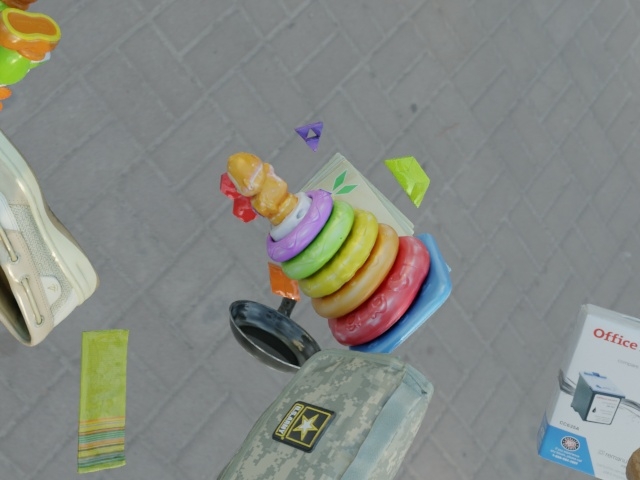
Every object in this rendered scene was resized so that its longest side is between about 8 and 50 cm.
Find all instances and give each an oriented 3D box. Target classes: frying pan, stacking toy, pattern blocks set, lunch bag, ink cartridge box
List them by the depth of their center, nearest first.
[{"bbox_3d":[-0.004,0.255,0.975,0.169,0.287,0.235,38,62,-2],"label":"lunch bag"},{"bbox_3d":[0.000,0.000,1.042,0.302,0.175,0.166,40,108,-20],"label":"stacking toy"},{"bbox_3d":[0.362,0.192,1.058,0.082,0.140,0.190,-23,129,-74],"label":"ink cartridge box"},{"bbox_3d":[0.035,-0.022,1.275,0.285,0.026,0.324,-31,106,0],"label":"pattern blocks set"},{"bbox_3d":[-0.099,0.147,1.588,0.197,0.326,0.053,25,106,-25],"label":"frying pan"}]

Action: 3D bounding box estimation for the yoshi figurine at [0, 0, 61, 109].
[{"bbox_3d":[-0.577,-0.278,1.342,0.203,0.362,0.203,42,39,-19],"label":"yoshi figurine"}]

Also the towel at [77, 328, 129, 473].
[{"bbox_3d":[-0.368,0.270,1.457,0.102,0.021,0.237,4,86,-59],"label":"towel"}]

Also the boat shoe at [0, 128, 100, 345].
[{"bbox_3d":[-0.306,-0.023,0.754,0.098,0.109,0.302,-54,141,-29],"label":"boat shoe"}]

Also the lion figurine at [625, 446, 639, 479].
[{"bbox_3d":[0.337,0.256,0.521,0.240,0.392,0.142,-26,121,-69],"label":"lion figurine"}]
